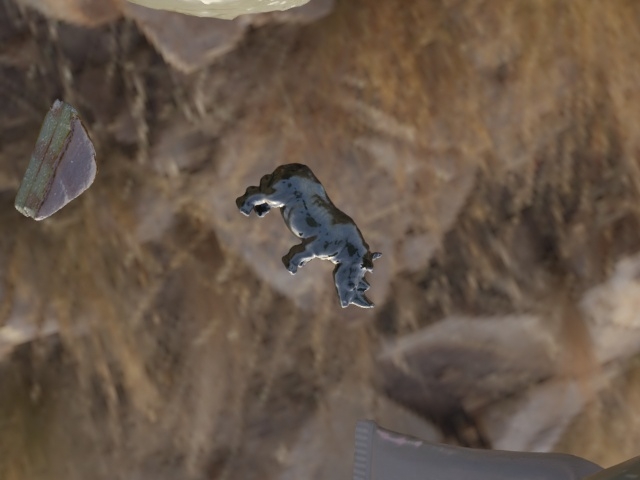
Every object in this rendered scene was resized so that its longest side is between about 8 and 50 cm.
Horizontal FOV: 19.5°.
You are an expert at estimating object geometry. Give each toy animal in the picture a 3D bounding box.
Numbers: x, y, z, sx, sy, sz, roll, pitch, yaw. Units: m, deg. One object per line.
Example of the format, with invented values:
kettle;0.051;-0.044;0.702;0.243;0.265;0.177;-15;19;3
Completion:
toy animal;0.000;0.000;1.459;0.065;0.136;0.047;-36;-177;20

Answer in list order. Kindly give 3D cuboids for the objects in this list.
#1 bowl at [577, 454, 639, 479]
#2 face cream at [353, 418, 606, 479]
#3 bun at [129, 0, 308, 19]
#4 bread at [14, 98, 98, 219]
bowl;0.161;0.135;0.500;0.337;0.337;0.158;33;76;-53
face cream;0.124;0.234;1.120;0.137;0.235;0.420;-2;179;-26
bun;-0.073;-0.316;1.191;0.360;0.360;0.211;-45;161;32
bread;-0.227;-0.069;1.656;0.062;0.043;0.109;9;104;-52
